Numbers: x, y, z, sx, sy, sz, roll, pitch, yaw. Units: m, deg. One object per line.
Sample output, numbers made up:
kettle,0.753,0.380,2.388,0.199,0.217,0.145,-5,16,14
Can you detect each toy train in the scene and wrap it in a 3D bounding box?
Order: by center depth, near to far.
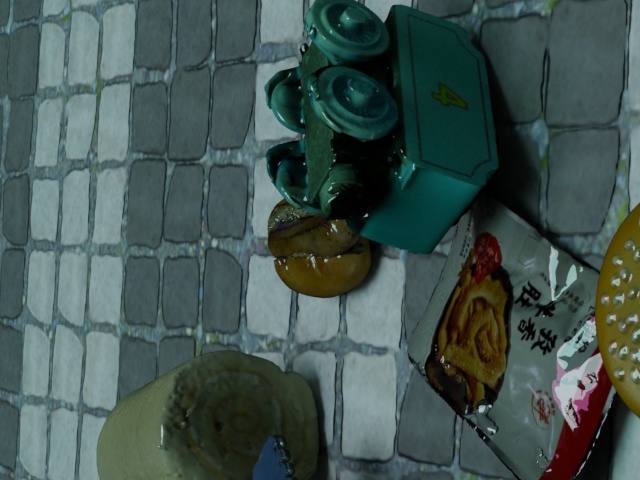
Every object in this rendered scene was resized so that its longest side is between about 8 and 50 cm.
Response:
toy train,0.044,-0.084,1.342,0.198,0.154,0.107,-93,27,-43

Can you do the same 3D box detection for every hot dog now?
hot dog,0.000,0.002,1.511,0.140,0.060,0.090,6,97,55

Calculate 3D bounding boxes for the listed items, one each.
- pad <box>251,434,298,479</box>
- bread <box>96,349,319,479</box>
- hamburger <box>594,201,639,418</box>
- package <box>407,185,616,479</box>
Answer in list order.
pad,-0.066,0.309,1.374,0.269,0.012,0.270,-62,21,19
bread,-0.092,0.170,1.556,0.141,0.148,0.134,-33,56,54
hamburger,0.230,0.041,1.071,0.162,0.115,0.162,-8,81,57
package,0.134,0.063,1.308,0.239,0.030,0.154,44,119,55
